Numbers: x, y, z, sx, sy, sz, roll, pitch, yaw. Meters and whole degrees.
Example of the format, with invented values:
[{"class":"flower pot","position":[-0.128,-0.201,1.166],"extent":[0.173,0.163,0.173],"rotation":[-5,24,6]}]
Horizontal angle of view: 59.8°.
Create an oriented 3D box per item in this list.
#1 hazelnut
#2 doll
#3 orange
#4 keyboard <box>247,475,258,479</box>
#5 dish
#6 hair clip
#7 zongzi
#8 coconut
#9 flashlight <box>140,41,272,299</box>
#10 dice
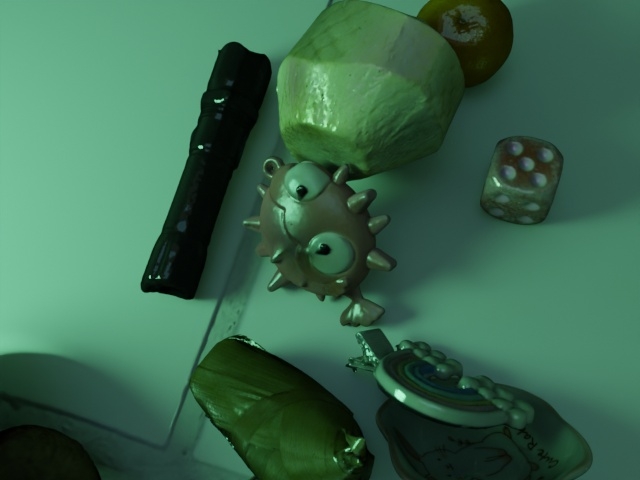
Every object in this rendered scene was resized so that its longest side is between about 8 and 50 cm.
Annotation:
[{"class":"hazelnut","position":[-0.361,0.331,0.653],"extent":[0.208,0.208,0.208],"rotation":[-3,66,7]},{"class":"doll","position":[0.000,0.000,0.750],"extent":[0.211,0.093,0.262],"rotation":[-24,93,31]},{"class":"orange","position":[0.218,-0.312,0.865],"extent":[0.154,0.134,0.155],"rotation":[0,90,12]},{"class":"keyboard","position":[-0.013,0.421,0.631],"extent":[0.106,0.027,0.317],"rotation":[-35,67,-8]},{"class":"dish","position":[0.173,0.242,0.620],"extent":[0.229,0.229,0.081],"rotation":[4,108,10]},{"class":"hair clip","position":[0.121,0.168,0.652],"extent":[0.220,0.140,0.054],"rotation":[25,107,48]},{"class":"zongzi","position":[-0.055,0.175,0.598],"extent":[0.260,0.289,0.123],"rotation":[38,68,23]},{"class":"coconut","position":[0.071,-0.204,0.767],"extent":[0.259,0.259,0.259],"rotation":[-3,66,7]},{"class":"flashlight","position":[-0.172,-0.110,0.853],"extent":[0.103,0.103,0.424],"rotation":[10,70,13]},{"class":"dice","position":[0.276,-0.082,0.768],"extent":[0.091,0.093,0.094],"rotation":[17,71,16]}]
